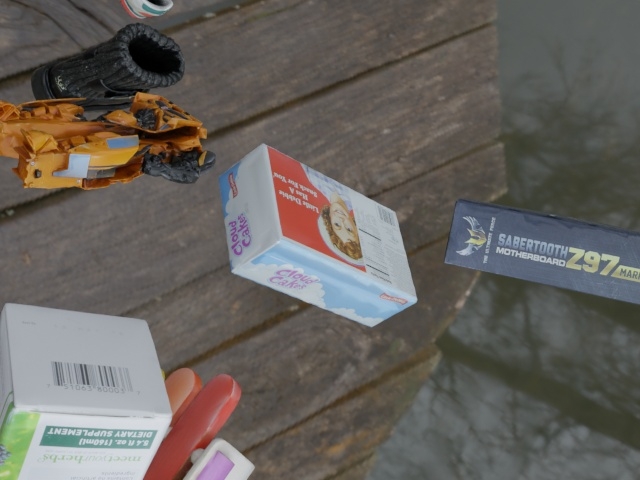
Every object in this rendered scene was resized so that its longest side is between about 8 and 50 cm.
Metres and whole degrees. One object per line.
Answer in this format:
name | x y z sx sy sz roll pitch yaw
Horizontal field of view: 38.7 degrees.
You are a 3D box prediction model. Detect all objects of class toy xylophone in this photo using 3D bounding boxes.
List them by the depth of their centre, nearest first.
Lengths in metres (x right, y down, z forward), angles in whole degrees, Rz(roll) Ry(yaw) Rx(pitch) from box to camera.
toy xylophone | -0.193 0.212 0.800 0.081 0.322 0.236 49 62 -36

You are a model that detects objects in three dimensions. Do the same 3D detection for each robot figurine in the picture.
robot figurine | -0.278 -0.133 1.190 0.291 0.211 0.085 -12 125 -42

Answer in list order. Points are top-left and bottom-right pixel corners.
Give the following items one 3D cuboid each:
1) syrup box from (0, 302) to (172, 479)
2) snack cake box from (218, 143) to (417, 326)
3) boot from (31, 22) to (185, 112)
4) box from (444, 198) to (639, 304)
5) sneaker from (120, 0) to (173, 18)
syrup box | -0.184 0.162 0.587 0.093 0.096 0.237 11 120 -29
snack cake box | 0.000 0.000 1.183 0.089 0.152 0.264 -33 140 31
boot | -0.365 -0.341 1.789 0.348 0.260 0.131 -41 111 -59
box | 0.223 0.011 0.806 0.232 0.183 0.059 4 97 -70
sneaker | -0.230 -0.336 1.084 0.057 0.075 0.161 -50 129 -23
